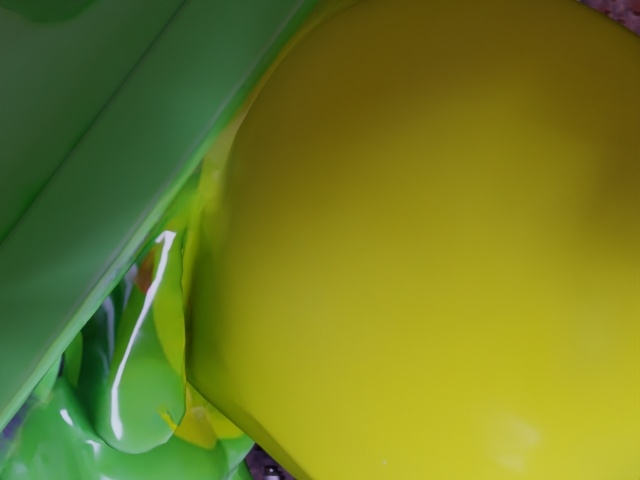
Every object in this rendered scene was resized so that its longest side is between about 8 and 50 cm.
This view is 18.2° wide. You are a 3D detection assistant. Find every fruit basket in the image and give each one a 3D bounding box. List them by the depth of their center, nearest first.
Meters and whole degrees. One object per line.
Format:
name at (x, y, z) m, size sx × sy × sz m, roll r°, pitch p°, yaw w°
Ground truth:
fruit basket at (0.000, 0.000, 0.643) m, size 0.392 × 0.283 × 0.392 m, roll 0°, pitch 66°, yaw 0°
